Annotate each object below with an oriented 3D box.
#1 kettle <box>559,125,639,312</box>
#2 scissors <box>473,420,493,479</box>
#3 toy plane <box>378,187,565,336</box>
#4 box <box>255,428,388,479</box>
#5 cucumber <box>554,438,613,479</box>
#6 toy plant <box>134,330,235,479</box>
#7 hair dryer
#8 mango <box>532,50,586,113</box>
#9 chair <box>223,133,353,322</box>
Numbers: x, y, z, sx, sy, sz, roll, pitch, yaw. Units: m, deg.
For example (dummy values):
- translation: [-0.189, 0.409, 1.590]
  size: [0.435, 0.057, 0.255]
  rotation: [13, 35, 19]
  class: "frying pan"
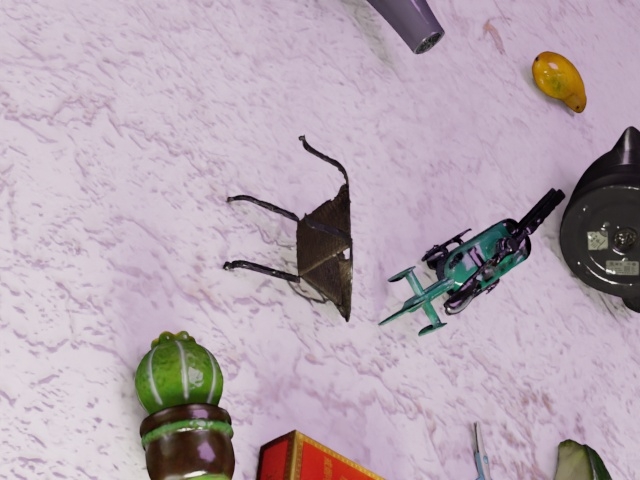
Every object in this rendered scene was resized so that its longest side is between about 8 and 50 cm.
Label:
- translation: [0.591, -0.029, 1.995]
  size: [0.324, 0.228, 0.320]
  rotation: [-54, 133, -57]
  class: "kettle"
- translation: [0.221, 0.304, 1.446]
  size: [0.058, 0.014, 0.119]
  rotation: [19, 54, -42]
  class: "scissors"
- translation: [0.209, 0.041, 1.522]
  size: [0.382, 0.155, 0.106]
  rotation: [-27, 86, -38]
  class: "toy plane"
- translation: [0.033, 0.328, 1.161]
  size: [0.240, 0.074, 0.153]
  rotation: [34, 38, -28]
  class: "box"
- translation: [0.379, 0.413, 1.480]
  size: [0.145, 0.105, 0.325]
  rotation: [44, 35, -17]
  class: "cucumber"
- translation: [-0.138, 0.169, 1.062]
  size: [0.093, 0.093, 0.162]
  rotation: [15, 50, -44]
  class: "toy plant"
- translation: [0.016, -0.413, 1.687]
  size: [0.361, 0.121, 0.301]
  rotation: [-21, 74, -42]
  class: "hair dryer"
- translation: [0.500, -0.335, 2.210]
  size: [0.190, 0.075, 0.098]
  rotation: [26, 61, -41]
  class: "mango"
- translation: [0.000, 0.000, 1.312]
  size: [0.213, 0.149, 0.174]
  rotation: [32, 41, -37]
  class: "chair"
